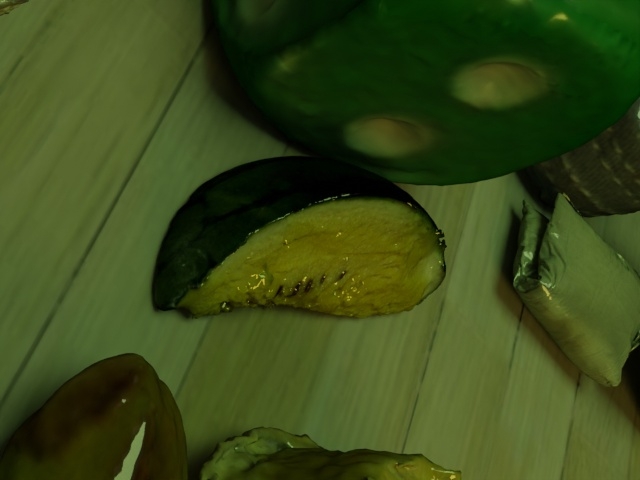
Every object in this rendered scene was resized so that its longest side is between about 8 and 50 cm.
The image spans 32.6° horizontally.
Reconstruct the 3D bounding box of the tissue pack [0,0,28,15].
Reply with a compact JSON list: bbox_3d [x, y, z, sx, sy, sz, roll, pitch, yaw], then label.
[{"bbox_3d":[-0.313,-0.268,0.590,0.242,0.125,0.343,-9,84,-50],"label":"tissue pack"}]

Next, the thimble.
[{"bbox_3d":[0.328,-0.132,1.204,0.236,0.172,0.205,-37,105,-46],"label":"thimble"}]

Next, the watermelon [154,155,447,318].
[{"bbox_3d":[0.000,0.000,0.869,0.301,0.123,0.129,6,102,-47],"label":"watermelon"}]

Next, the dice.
[{"bbox_3d":[0.099,-0.232,0.898,0.287,0.300,0.297,17,64,-39],"label":"dice"}]

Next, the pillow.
[{"bbox_3d":[0.266,0.050,1.129,0.181,0.078,0.134,46,47,-25],"label":"pillow"}]

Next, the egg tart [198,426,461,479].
[{"bbox_3d":[0.059,0.244,0.696,0.345,0.132,0.345,38,22,-18],"label":"egg tart"}]

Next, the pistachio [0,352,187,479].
[{"bbox_3d":[-0.132,0.159,0.640,0.110,0.100,0.189,55,28,-50],"label":"pistachio"}]
